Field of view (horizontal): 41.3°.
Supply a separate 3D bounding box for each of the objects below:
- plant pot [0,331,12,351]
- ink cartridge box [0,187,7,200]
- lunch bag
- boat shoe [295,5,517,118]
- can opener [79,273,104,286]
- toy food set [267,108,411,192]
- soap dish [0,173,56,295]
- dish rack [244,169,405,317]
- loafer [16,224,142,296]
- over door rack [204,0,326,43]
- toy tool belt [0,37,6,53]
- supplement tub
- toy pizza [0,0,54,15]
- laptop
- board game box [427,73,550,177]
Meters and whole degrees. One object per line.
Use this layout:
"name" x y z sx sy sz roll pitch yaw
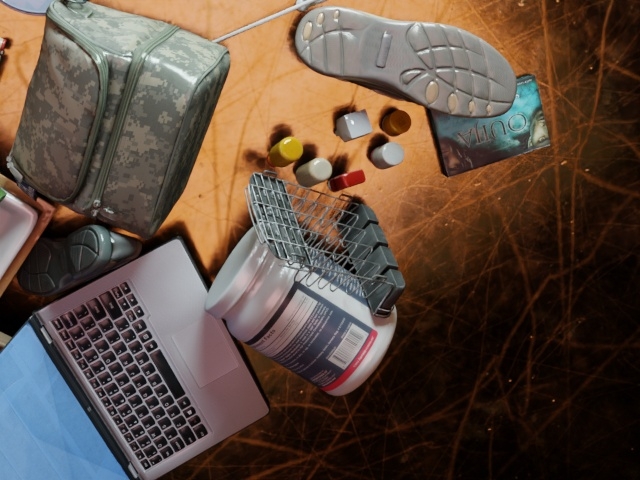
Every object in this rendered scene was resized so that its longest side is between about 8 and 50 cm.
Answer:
"plant pot" -0.581 0.209 1.373 0.238 0.109 0.237 -10 128 -13
"ink cartridge box" -0.570 -0.024 1.232 0.109 0.062 0.209 42 97 -14
"lunch bag" -0.308 -0.183 1.253 0.256 0.212 0.305 24 119 -1
"boat shoe" 0.135 -0.285 1.338 0.356 0.130 0.132 18 99 -6
"can opener" -0.374 0.087 1.413 0.059 0.073 0.186 -12 97 5
"toy food set" 0.035 -0.141 1.397 0.232 0.104 0.111 -21 93 -19
"soap dish" -0.592 -0.041 1.320 0.291 0.118 0.228 33 99 -14
"dish rack" 0.000 0.000 1.312 0.272 0.208 0.074 15 127 -35
"loafer" -0.381 0.035 1.328 0.084 0.268 0.096 3 79 -45
"over door rack" -0.116 -0.440 1.288 0.324 0.108 0.239 -20 106 14
"toy tool belt" -0.520 -0.278 1.300 0.051 0.052 0.083 20 101 -20
"supplement tub" -0.031 0.113 1.389 0.272 0.191 0.191 34 98 -14
"toy pizza" -0.426 -0.441 1.278 0.202 0.032 0.201 -2 106 -7
"laptop" -0.296 0.274 1.319 0.408 0.236 0.381 -28 115 -10
"board game box" 0.284 -0.192 1.432 0.186 0.026 0.126 -18 106 -2
